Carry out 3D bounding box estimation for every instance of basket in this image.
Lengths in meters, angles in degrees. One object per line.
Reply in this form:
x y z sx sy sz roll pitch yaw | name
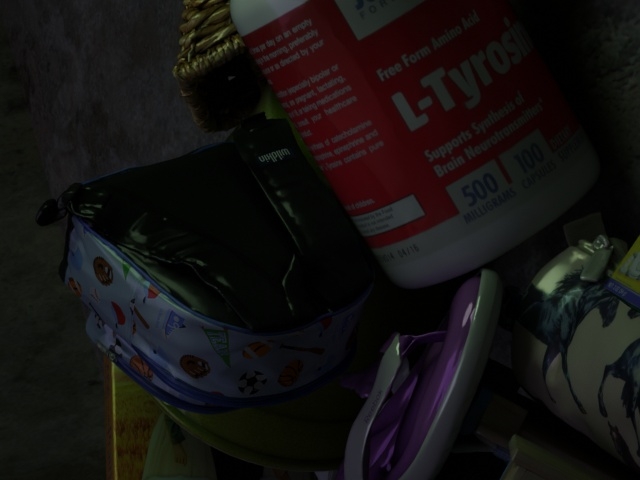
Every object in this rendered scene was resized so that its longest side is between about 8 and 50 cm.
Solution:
-0.031 -0.235 2.031 0.299 0.214 0.223 81 -167 -80 | basket

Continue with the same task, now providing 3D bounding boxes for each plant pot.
0.000 0.000 2.064 0.366 0.367 0.353 62 144 34 | plant pot

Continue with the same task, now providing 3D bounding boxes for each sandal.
0.060 0.168 1.787 0.416 0.102 0.169 117 169 -50 | sandal

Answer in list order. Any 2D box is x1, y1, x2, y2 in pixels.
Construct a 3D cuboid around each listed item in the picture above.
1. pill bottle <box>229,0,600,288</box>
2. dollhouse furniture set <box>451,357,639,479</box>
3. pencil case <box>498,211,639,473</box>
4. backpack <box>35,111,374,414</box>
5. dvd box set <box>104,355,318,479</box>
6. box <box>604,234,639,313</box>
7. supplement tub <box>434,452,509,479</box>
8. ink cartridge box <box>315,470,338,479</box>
0.063 -0.179 1.738 0.407 0.229 0.229 58 161 -8 | pill bottle
0.227 0.279 1.721 0.198 0.286 0.303 -62 2 12 | dollhouse furniture set
0.307 0.122 1.552 0.410 0.160 0.183 35 146 61 | pencil case
-0.090 0.043 1.783 0.263 0.277 0.213 36 137 37 | backpack
-0.107 0.165 2.292 0.062 0.308 0.420 120 151 -59 | dvd box set
0.310 -0.012 1.487 0.043 0.179 0.105 36 179 -30 | box
0.199 0.297 1.896 0.316 0.194 0.193 -125 29 -43 | supplement tub
0.062 0.206 2.217 0.072 0.175 0.127 99 150 -46 | ink cartridge box
